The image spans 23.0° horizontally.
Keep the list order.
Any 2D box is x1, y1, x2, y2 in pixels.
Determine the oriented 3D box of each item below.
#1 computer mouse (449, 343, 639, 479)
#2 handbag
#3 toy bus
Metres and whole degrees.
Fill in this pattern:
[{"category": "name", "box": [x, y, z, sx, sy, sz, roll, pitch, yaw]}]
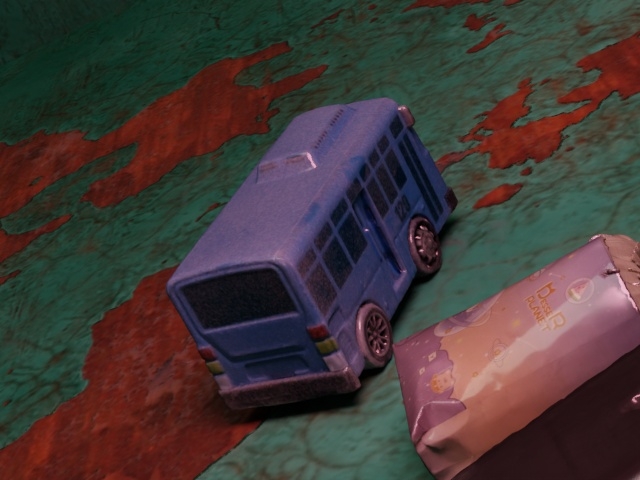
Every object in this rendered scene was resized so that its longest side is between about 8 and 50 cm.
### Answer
[{"category": "computer mouse", "box": [0.175, 0.105, 0.715, 0.269, 0.100, 0.170, -36, 5, 6]}, {"category": "handbag", "box": [0.127, 0.062, 0.882, 0.173, 0.095, 0.117, -28, 26, 9]}, {"category": "toy bus", "box": [0.000, 0.000, 1.102, 0.116, 0.134, 0.234, -14, 27, 32]}]
